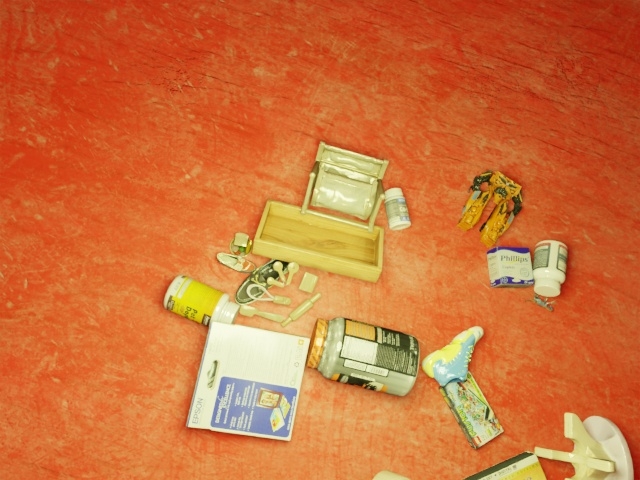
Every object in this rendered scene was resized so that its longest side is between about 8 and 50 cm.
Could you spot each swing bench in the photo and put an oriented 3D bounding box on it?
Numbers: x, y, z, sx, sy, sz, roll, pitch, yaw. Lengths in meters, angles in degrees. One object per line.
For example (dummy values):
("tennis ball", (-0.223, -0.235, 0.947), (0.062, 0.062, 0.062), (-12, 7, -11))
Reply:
("swing bench", (0.087, -0.188, 1.527), (0.253, 0.165, 0.254), (16, 38, -1))

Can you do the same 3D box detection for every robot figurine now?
("robot figurine", (0.634, -0.130, 1.635), (0.211, 0.085, 0.291), (34, 72, 3))

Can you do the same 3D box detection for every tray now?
("tray", (0.000, 0.000, 1.478), (0.411, 0.076, 0.203), (14, 45, -4))

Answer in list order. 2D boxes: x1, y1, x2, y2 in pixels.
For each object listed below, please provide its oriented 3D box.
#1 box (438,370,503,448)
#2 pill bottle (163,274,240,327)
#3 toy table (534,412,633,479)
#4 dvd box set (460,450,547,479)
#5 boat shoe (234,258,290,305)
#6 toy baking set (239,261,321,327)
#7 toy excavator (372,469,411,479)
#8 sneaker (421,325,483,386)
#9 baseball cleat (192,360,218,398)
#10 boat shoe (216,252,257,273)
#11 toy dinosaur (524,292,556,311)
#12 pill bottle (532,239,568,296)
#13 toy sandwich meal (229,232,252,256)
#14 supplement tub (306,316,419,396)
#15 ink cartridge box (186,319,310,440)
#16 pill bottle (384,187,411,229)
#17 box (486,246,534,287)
("box", (0.482, 0.541, 1.429), (0.114, 0.036, 0.207), (-26, 78, -14))
("pill bottle", (-0.365, 0.198, 1.381), (0.215, 0.117, 0.117), (23, 71, 0))
("toy table", (0.804, 0.668, 1.338), (0.161, 0.252, 0.274), (16, 59, -19))
("dvd box set", (0.589, 0.896, 1.318), (0.307, 0.062, 0.420), (-15, 75, -12))
("boat shoe", (-0.188, 0.123, 1.454), (0.228, 0.068, 0.081), (-40, 81, -17))
("toy baking set", (-0.125, 0.178, 1.428), (0.256, 0.030, 0.197), (-44, 106, -4))
("toy excavator", (0.097, 0.901, 1.181), (0.445, 0.222, 0.433), (-4, 87, -41))
("sneaker", (0.452, 0.384, 1.438), (0.240, 0.091, 0.126), (-32, 62, -6))
("baseball cleat", (-0.312, 0.425, 1.342), (0.109, 0.072, 0.206), (17, 75, -9))
("boat shoe", (-0.277, 0.073, 1.472), (0.137, 0.043, 0.049), (19, 70, -3))
("toy dinosaur", (0.786, 0.224, 1.580), (0.090, 0.047, 0.082), (-31, 92, 22))
("pill bottle", (0.803, 0.100, 1.563), (0.108, 0.108, 0.180), (22, 63, 0))
("toy sandwich meal", (-0.267, 0.015, 1.498), (0.085, 0.029, 0.085), (2, 72, -7))
("supplement tub", (0.125, 0.348, 1.360), (0.316, 0.193, 0.193), (15, 71, -2))
("ink cartridge box", (-0.209, 0.413, 1.325), (0.307, 0.072, 0.303), (14, 79, -12))
("pill bottle", (0.271, -0.112, 1.585), (0.078, 0.078, 0.137), (-7, 74, -10))
("box", (0.671, 0.096, 1.576), (0.126, 0.072, 0.137), (2, 72, -8))
